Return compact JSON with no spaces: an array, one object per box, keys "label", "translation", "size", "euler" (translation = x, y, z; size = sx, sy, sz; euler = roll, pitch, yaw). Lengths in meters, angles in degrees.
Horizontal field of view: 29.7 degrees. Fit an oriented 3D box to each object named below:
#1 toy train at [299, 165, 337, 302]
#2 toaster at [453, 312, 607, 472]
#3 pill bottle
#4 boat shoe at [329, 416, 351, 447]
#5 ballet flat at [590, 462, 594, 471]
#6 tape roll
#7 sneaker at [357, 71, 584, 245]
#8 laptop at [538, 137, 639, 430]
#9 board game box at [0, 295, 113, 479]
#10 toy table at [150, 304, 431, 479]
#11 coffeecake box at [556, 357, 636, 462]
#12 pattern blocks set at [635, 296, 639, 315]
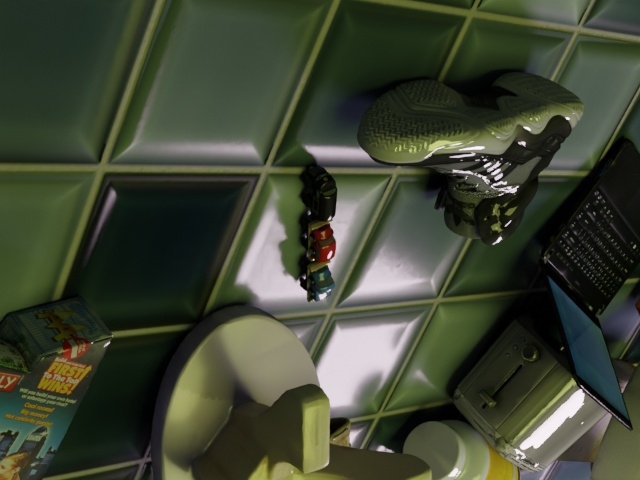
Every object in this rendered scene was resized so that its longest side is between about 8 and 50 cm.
[{"label":"toy train","translation":[0.000,0.000,1.105],"size":[0.027,0.036,0.158],"euler":[-25,140,-26]},{"label":"toaster","translation":[0.265,0.195,1.490],"size":[0.146,0.129,0.227],"euler":[-46,147,6]},{"label":"pill bottle","translation":[0.173,0.281,1.497],"size":[0.103,0.103,0.184],"euler":[-48,145,3]},{"label":"boat shoe","translation":[-0.037,0.215,1.266],"size":[0.190,0.068,0.072],"euler":[-1,111,-54]},{"label":"ballet flat","translation":[0.508,0.367,1.966],"size":[0.073,0.080,0.232],"euler":[-30,150,28]},{"label":"tape roll","translation":[0.493,0.277,1.707],"size":[0.392,0.072,0.392],"euler":[-36,138,-41]},{"label":"sneaker","translation":[0.132,-0.065,1.117],"size":[0.269,0.101,0.153],"euler":[-14,131,-40]},{"label":"laptop","translation":[0.363,0.057,1.423],"size":[0.264,0.136,0.234],"euler":[-53,145,0]},{"label":"board game box","translation":[-0.263,0.122,0.938],"size":[0.194,0.060,0.194],"euler":[-53,144,8]},{"label":"toy table","translation":[-0.045,0.215,1.098],"size":[0.252,0.161,0.274],"euler":[-25,122,-22]},{"label":"coffeecake box","translation":[0.381,0.237,1.694],"size":[0.185,0.068,0.142],"euler":[16,111,-51]},{"label":"pattern blocks set","translation":[0.541,0.025,1.683],"size":[0.285,0.026,0.324],"euler":[-21,138,-34]}]
